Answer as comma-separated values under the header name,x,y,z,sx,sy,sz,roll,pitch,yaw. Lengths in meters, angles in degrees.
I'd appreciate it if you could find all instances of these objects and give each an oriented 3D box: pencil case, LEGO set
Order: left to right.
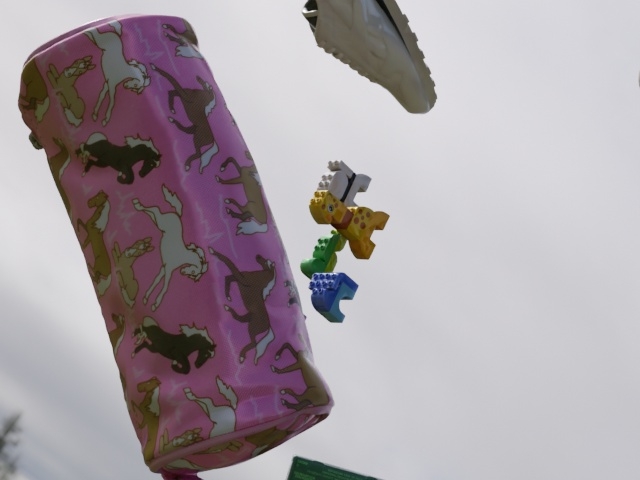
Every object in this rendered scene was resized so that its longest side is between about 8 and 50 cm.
name,x,y,z,sx,sy,sz,roll,pitch,yaw
pencil case,-0.123,0.007,1.251,0.167,0.160,0.386,-42,-114,56
LEGO set,0.000,0.000,1.593,0.087,0.227,0.093,-2,-35,47

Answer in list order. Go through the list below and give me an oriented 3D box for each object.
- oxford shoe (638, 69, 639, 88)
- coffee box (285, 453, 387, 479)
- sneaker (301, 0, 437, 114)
name,x,y,z,sx,sy,sz,roll,pitch,yaw
oxford shoe,0.523,-0.283,1.868,0.146,0.140,0.397,11,-29,-32
coffee box,-0.002,0.321,1.538,0.113,0.184,0.040,16,-7,-4
sneaker,0.041,-0.215,1.547,0.235,0.095,0.090,56,0,-31
